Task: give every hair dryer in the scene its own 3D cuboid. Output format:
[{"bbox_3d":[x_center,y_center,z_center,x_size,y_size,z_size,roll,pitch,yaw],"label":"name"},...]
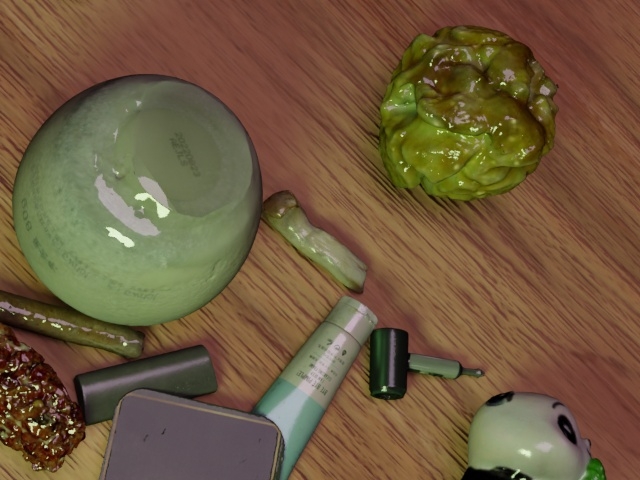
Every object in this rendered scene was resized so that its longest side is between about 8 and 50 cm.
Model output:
[{"bbox_3d":[0.162,0.192,1.923,0.198,0.057,0.100,10,70,-24],"label":"hair dryer"}]

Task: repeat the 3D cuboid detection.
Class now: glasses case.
[{"bbox_3d":[-0.238,0.197,1.767,0.191,0.042,0.072,-12,84,-25],"label":"glasses case"}]

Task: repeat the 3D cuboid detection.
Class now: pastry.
[{"bbox_3d":[-0.388,0.200,1.670,0.208,0.115,0.097,45,50,0],"label":"pastry"}]

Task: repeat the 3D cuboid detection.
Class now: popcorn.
[{"bbox_3d":[0.219,-0.201,1.976,0.282,0.247,0.282,6,62,-11],"label":"popcorn"}]

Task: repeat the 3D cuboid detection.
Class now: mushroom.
[{"bbox_3d":[-0.001,0.003,1.922,0.202,0.054,0.059,43,61,-8],"label":"mushroom"}]

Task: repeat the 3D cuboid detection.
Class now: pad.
[{"bbox_3d":[-0.148,0.399,1.698,0.315,0.063,0.375,15,74,-17],"label":"pad"}]

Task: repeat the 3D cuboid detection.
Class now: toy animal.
[{"bbox_3d":[0.296,0.350,1.831,0.213,0.212,0.266,24,71,-12],"label":"toy animal"}]

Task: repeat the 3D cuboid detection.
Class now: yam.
[{"bbox_3d":[-0.363,0.108,1.743,0.264,0.046,0.046,18,66,-15],"label":"yam"}]

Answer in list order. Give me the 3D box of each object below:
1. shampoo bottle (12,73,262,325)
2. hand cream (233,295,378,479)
[{"bbox_3d":[-0.236,-0.054,1.697,0.323,0.317,0.322,6,71,-17],"label":"shampoo bottle"},{"bbox_3d":[-0.026,0.223,1.838,0.111,0.070,0.312,39,70,-7],"label":"hand cream"}]
